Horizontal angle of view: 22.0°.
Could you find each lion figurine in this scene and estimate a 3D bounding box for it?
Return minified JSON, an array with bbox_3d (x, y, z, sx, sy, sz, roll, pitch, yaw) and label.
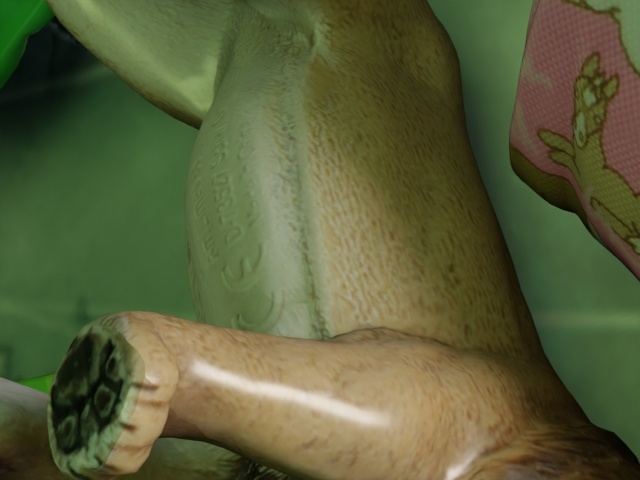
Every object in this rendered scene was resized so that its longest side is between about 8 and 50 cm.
[{"bbox_3d":[0.000,0.000,0.468,0.142,0.240,0.392,-30,55,39],"label":"lion figurine"}]

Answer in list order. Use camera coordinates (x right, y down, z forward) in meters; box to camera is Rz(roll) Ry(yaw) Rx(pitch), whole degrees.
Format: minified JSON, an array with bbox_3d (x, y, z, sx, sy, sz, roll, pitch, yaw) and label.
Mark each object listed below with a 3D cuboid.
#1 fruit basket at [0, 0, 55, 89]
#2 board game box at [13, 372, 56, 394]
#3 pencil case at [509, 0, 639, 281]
[{"bbox_3d":[-0.201,-0.222,0.645,0.327,0.165,0.353,-50,58,9],"label":"fruit basket"},{"bbox_3d":[-0.113,0.114,0.589,0.259,0.039,0.124,-11,73,22],"label":"board game box"},{"bbox_3d":[0.221,0.024,0.367,0.386,0.160,0.167,44,129,29],"label":"pencil case"}]
